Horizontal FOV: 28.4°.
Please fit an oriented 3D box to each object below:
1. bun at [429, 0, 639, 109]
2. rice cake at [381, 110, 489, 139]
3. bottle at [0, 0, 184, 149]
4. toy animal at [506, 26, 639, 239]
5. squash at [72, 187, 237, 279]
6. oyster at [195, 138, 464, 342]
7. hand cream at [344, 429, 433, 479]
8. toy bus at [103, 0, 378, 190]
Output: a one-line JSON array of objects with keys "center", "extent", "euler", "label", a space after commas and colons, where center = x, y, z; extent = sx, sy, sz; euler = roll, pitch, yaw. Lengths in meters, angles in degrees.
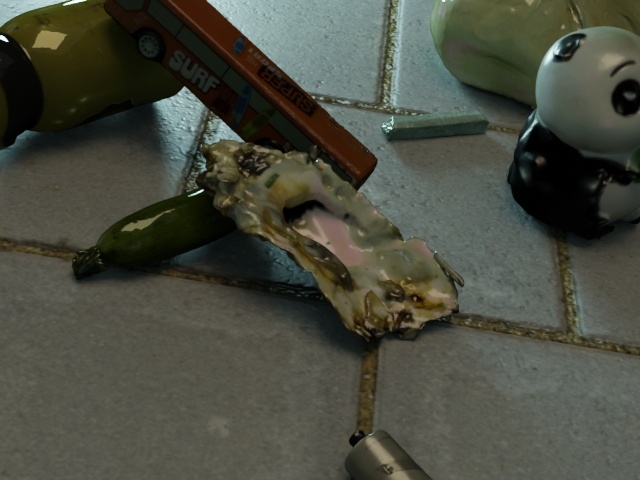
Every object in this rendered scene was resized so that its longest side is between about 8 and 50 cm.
[{"center": [0.355, -0.363, 2.020], "extent": [0.361, 0.213, 0.361], "euler": [4, 39, -3], "label": "bun"}, {"center": [0.169, -0.170, 1.864], "extent": [0.171, 0.029, 0.033], "euler": [-7, 44, -22], "label": "rice cake"}, {"center": [-0.357, -0.228, 1.692], "extent": [0.351, 0.171, 0.171], "euler": [-26, 48, -38], "label": "bottle"}, {"center": [0.373, -0.145, 1.679], "extent": [0.213, 0.266, 0.212], "euler": [11, 34, -8], "label": "toy animal"}, {"center": [-0.157, -0.024, 1.530], "extent": [0.318, 0.080, 0.071], "euler": [-27, 84, -41], "label": "squash"}, {"center": [0.000, 0.000, 1.507], "extent": [0.354, 0.107, 0.201], "euler": [44, 44, 9], "label": "oyster"}, {"center": [0.090, 0.253, 1.216], "extent": [0.087, 0.054, 0.186], "euler": [-23, 52, -33], "label": "hand cream"}, {"center": [-0.104, -0.198, 1.642], "extent": [0.409, 0.092, 0.093], "euler": [42, 30, 1], "label": "toy bus"}]
